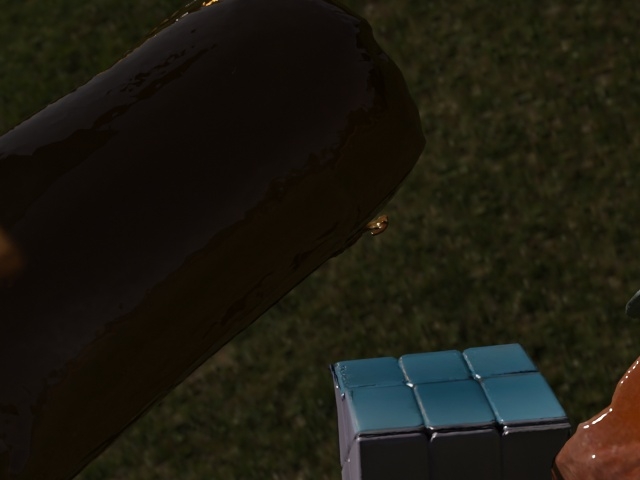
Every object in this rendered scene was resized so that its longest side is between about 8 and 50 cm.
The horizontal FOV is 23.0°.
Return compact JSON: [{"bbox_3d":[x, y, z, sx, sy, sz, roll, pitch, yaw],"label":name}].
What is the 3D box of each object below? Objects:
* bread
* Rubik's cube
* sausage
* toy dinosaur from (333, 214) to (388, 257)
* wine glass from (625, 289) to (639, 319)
[{"bbox_3d":[0.259,0.141,1.045,0.190,0.244,0.123,-40,67,0],"label":"bread"},{"bbox_3d":[0.137,0.256,1.675,0.224,0.221,0.231,-5,17,-4],"label":"Rubik's cube"},{"bbox_3d":[-0.116,0.024,0.651,0.354,0.134,0.116,-38,9,-19],"label":"sausage"},{"bbox_3d":[-0.002,-0.001,1.041,0.113,0.026,0.041,-19,31,-36],"label":"toy dinosaur"},{"bbox_3d":[0.419,0.149,1.648,0.126,0.126,0.241,-23,64,2],"label":"wine glass"}]
